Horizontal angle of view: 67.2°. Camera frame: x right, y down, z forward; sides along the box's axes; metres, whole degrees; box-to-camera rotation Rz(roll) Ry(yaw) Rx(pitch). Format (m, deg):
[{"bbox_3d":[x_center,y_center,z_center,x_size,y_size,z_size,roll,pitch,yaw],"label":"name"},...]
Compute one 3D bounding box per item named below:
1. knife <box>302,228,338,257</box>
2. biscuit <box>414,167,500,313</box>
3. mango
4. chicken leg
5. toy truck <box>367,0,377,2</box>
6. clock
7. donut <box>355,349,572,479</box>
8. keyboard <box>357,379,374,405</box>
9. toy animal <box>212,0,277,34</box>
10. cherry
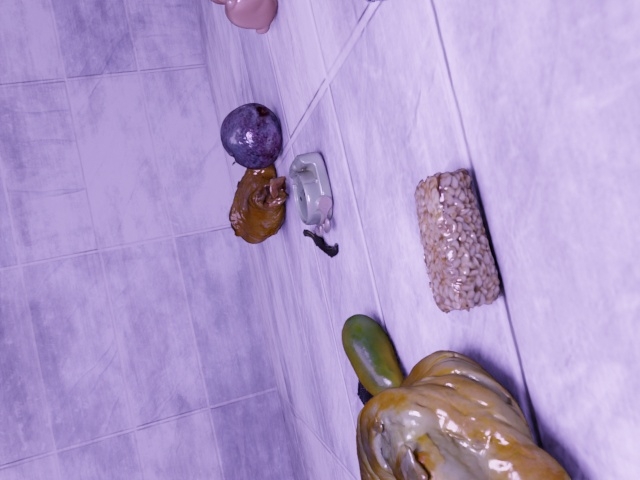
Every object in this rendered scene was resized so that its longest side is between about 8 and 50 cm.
[{"bbox_3d":[0.001,0.006,1.219,0.222,0.021,0.045,-152,51,-65],"label":"knife"},{"bbox_3d":[0.158,0.000,0.565,0.082,0.070,0.168,152,108,-67],"label":"biscuit"},{"bbox_3d":[0.097,0.229,0.923,0.122,0.086,0.191,101,154,-48],"label":"mango"},{"bbox_3d":[-0.191,-0.158,1.569,0.409,0.182,0.295,143,130,-69],"label":"chicken leg"},{"bbox_3d":[0.064,-0.370,0.670,0.039,0.044,0.083,102,152,-63],"label":"toy truck"},{"bbox_3d":[-0.020,-0.104,1.137,0.151,0.062,0.191,150,107,-74],"label":"clock"},{"bbox_3d":[0.171,0.321,0.583,0.360,0.170,0.360,165,90,-70],"label":"donut"},{"bbox_3d":[0.105,0.315,1.092,0.074,0.015,0.196,-120,23,-47],"label":"keyboard"},{"bbox_3d":[-0.196,-0.632,1.200,0.171,0.171,0.197,123,131,-69],"label":"toy animal"},{"bbox_3d":[-0.200,-0.310,1.427,0.195,0.195,0.195,168,90,-75],"label":"cherry"}]
